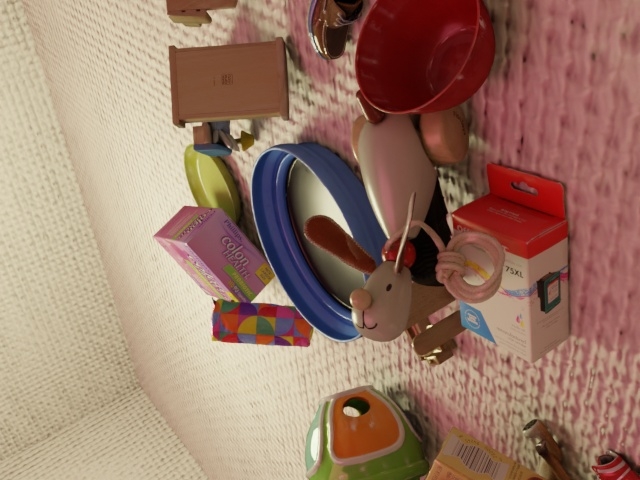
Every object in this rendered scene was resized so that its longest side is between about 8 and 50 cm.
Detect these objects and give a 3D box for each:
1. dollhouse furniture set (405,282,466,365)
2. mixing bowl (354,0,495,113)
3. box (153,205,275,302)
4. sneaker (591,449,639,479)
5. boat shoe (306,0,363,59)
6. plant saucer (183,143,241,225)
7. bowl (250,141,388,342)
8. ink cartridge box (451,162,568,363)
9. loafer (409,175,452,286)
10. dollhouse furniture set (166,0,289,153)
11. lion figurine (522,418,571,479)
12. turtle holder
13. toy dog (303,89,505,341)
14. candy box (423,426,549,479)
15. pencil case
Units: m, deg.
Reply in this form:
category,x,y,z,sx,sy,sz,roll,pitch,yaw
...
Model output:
category,x,y,z,sx,sy,sz,roll,pitch,yaw
dollhouse furniture set,0.143,0.148,1.207,0.144,0.123,0.151,63,153,1
mixing bowl,0.140,-0.226,0.877,0.181,0.098,0.181,-14,71,44
box,-0.255,0.034,1.754,0.213,0.117,0.243,51,159,-24
sneaker,0.392,0.333,1.016,0.067,0.042,0.118,52,144,14
boat shoe,0.023,-0.339,1.055,0.066,0.066,0.183,39,144,38
plant saucer,-0.256,-0.126,1.776,0.241,0.037,0.241,41,145,38
bowl,0.000,0.000,1.374,0.391,0.077,0.391,44,147,38
ink cartridge box,0.248,0.027,0.963,0.134,0.078,0.231,27,136,51
loafer,0.143,-0.025,1.042,0.078,0.080,0.220,42,-142,-49
dollhouse furniture set,-0.151,-0.318,1.392,0.303,0.198,0.286,1,-94,-86
lion figurine,0.306,0.449,1.173,0.240,0.142,0.392,51,148,8
turtle holder,0.091,0.418,1.472,0.320,0.243,0.227,29,-139,-66
toy dog,0.082,-0.058,0.934,0.220,0.161,0.334,-28,52,30
candy box,0.286,0.426,1.044,0.316,0.087,0.183,28,124,17
pencil case,-0.132,0.180,1.629,0.104,0.236,0.104,6,-90,-89
